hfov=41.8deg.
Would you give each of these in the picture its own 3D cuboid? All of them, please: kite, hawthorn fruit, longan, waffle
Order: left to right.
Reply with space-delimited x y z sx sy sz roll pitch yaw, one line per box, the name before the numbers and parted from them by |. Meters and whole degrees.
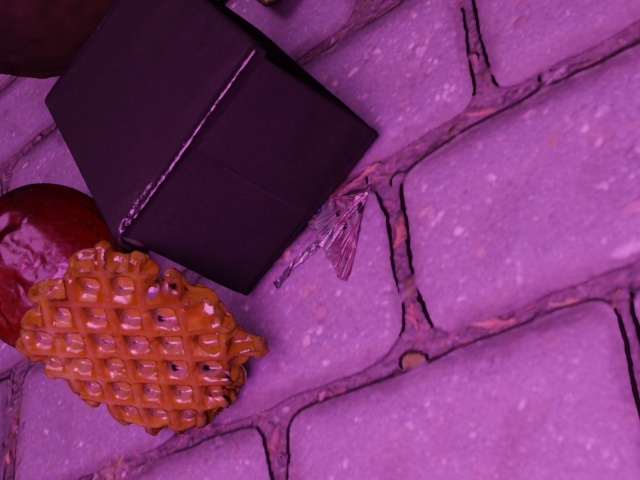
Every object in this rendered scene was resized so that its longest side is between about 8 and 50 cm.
longan | -0.463 -0.447 1.323 0.391 0.391 0.391 -20 57 35
hawthorn fruit | -0.382 0.018 1.134 0.266 0.210 0.230 44 121 10
waffle | -0.198 0.115 0.907 0.245 0.254 0.052 -39 22 32
kite | 0.000 0.000 0.945 0.157 0.011 0.139 -45 44 18

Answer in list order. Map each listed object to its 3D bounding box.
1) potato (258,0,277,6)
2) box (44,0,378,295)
potato | -0.045 -0.391 1.153 0.149 0.081 0.120 -35 79 4
box | -0.143 -0.144 1.001 0.251 0.204 0.345 -51 43 11
